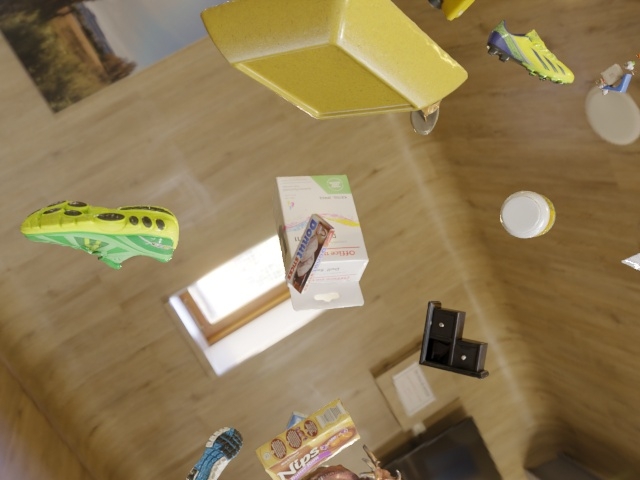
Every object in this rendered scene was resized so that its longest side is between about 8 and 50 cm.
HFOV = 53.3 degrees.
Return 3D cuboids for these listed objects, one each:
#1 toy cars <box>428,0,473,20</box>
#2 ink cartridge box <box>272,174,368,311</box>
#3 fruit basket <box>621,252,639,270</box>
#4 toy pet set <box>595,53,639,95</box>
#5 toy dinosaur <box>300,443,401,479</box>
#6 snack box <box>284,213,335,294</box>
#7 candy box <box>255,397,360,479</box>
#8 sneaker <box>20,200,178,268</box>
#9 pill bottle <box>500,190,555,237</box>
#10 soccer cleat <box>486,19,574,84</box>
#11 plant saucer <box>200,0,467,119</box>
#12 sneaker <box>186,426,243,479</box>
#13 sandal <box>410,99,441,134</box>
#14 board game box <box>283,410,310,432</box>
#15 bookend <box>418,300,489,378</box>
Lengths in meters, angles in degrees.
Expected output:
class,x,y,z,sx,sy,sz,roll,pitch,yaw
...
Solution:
class,x,y,z,sx,sy,sz,roll,pitch,yaw
toy cars,0.140,-0.470,1.038,0.394,0.087,0.176,33,-58,44
ink cartridge box,0.000,0.000,1.687,0.119,0.207,0.353,108,-27,-56
fruit basket,1.047,0.019,1.687,0.353,0.327,0.165,-35,-136,52
toy pet set,0.720,-0.384,1.514,0.122,0.114,0.065,-32,-101,37
toy dinosaur,0.045,0.574,1.517,0.296,0.200,0.127,12,48,-48
snack box,-0.026,0.031,1.417,0.064,0.022,0.178,42,-59,31
candy box,-0.022,0.394,1.234,0.053,0.187,0.109,51,-13,40
sneaker,-0.415,-0.002,1.191,0.109,0.296,0.123,-83,177,-61
pill bottle,0.516,-0.065,1.592,0.117,0.117,0.208,57,23,14
soccer cleat,0.642,-0.563,1.912,0.289,0.121,0.093,26,12,-1
plant saucer,0.016,-0.286,1.043,0.333,0.081,0.333,3,-13,43
sneaker,-0.245,0.499,1.418,0.071,0.190,0.083,35,-44,7
sandal,0.276,-0.354,1.596,0.072,0.180,0.049,22,13,2
board game box,-0.049,0.513,1.725,0.090,0.090,0.020,19,16,-12
bookend,0.332,0.237,1.535,0.157,0.156,0.072,10,1,28
